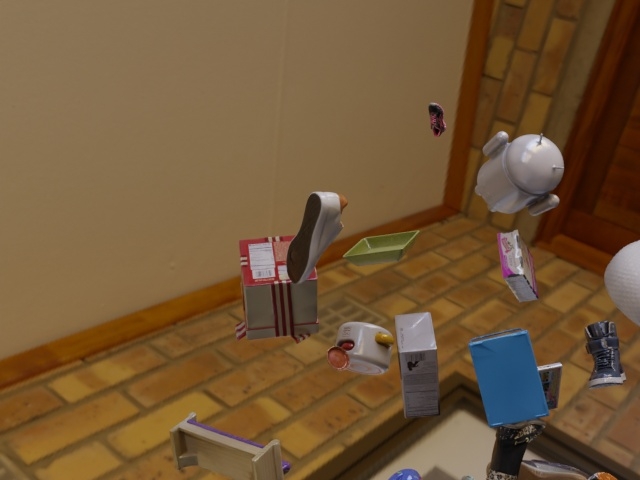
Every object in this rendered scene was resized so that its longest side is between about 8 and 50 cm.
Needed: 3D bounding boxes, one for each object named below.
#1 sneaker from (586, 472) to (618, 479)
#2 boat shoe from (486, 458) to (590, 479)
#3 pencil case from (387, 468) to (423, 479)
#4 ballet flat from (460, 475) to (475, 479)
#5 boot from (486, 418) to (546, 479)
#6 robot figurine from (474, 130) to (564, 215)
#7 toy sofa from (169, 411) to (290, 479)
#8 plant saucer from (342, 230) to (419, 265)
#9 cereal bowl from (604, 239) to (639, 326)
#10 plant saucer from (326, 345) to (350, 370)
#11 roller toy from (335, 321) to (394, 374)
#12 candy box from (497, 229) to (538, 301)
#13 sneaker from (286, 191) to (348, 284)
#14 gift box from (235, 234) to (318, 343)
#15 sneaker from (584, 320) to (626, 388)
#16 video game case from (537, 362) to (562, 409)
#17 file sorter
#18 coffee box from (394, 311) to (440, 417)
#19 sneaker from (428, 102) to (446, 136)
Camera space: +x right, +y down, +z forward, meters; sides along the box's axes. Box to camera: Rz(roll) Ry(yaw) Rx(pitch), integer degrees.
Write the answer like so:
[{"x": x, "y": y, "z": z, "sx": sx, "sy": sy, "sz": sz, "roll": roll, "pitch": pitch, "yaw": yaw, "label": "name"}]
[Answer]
[{"x": 0.597, "y": 0.640, "z": 1.609, "sx": 0.121, "sy": 0.099, "sz": 0.262, "roll": 80, "pitch": -156, "yaw": -70, "label": "sneaker"}, {"x": 0.605, "y": 0.658, "z": 2.057, "sx": 0.092, "sy": 0.285, "sz": 0.103, "roll": 1, "pitch": -94, "yaw": -56, "label": "boat shoe"}, {"x": 0.236, "y": 0.629, "z": 1.619, "sx": 0.133, "sy": 0.306, "sz": 0.119, "roll": -16, "pitch": -64, "yaw": -20, "label": "pencil case"}, {"x": 0.531, "y": 0.832, "z": 2.361, "sx": 0.068, "sy": 0.213, "sz": 0.072, "roll": -49, "pitch": -26, "yaw": -21, "label": "ballet flat"}, {"x": 0.493, "y": 0.530, "z": 1.891, "sx": 0.236, "sy": 0.085, "sz": 0.179, "roll": 19, "pitch": -97, "yaw": -54, "label": "boot"}, {"x": 0.648, "y": -0.214, "z": 2.417, "sx": 0.200, "sy": 0.300, "sz": 0.353, "roll": -39, "pitch": -3, "yaw": -28, "label": "robot figurine"}, {"x": -0.276, "y": 0.647, "z": 2.300, "sx": 0.177, "sy": 0.362, "sz": 0.150, "roll": -30, "pitch": -59, "yaw": -50, "label": "toy sofa"}, {"x": 0.186, "y": 0.028, "z": 2.203, "sx": 0.188, "sy": 0.188, "sz": 0.045, "roll": -37, "pitch": -64, "yaw": -61, "label": "plant saucer"}, {"x": 0.975, "y": 0.112, "z": 2.055, "sx": 0.339, "sy": 0.339, "sz": 0.141, "roll": -33, "pitch": -31, "yaw": -40, "label": "cereal bowl"}, {"x": 0.055, "y": 0.379, "z": 2.384, "sx": 0.083, "sy": 0.083, "sz": 0.013, "roll": -30, "pitch": -14, "yaw": -42, "label": "plant saucer"}, {"x": 0.146, "y": 0.358, "z": 2.514, "sx": 0.209, "sy": 0.191, "sz": 0.146, "roll": 91, "pitch": -169, "yaw": -66, "label": "roller toy"}, {"x": 0.641, "y": 0.086, "z": 2.414, "sx": 0.233, "sy": 0.071, "sz": 0.159, "roll": 44, "pitch": -140, "yaw": -54, "label": "candy box"}, {"x": 0.000, "y": 0.000, "z": 2.012, "sx": 0.123, "sy": 0.106, "sz": 0.290, "roll": -4, "pitch": -49, "yaw": -37, "label": "sneaker"}, {"x": -0.137, "y": 0.166, "z": 2.265, "sx": 0.276, "sy": 0.255, "sz": 0.258, "roll": -96, "pitch": 5, "yaw": -50, "label": "gift box"}, {"x": 0.712, "y": 0.289, "z": 1.884, "sx": 0.226, "sy": 0.086, "sz": 0.163, "roll": 8, "pitch": -110, "yaw": -63, "label": "sneaker"}, {"x": 0.607, "y": 0.422, "z": 2.099, "sx": 0.143, "sy": 0.019, "sz": 0.157, "roll": -9, "pitch": -61, "yaw": -9, "label": "video game case"}, {"x": 0.375, "y": 0.271, "z": 1.503, "sx": 0.104, "sy": 0.118, "sz": 0.170, "roll": -5, "pitch": -99, "yaw": -81, "label": "file sorter"}, {"x": 0.305, "y": 0.392, "z": 2.327, "sx": 0.168, "sy": 0.118, "sz": 0.297, "roll": -90, "pitch": -8, "yaw": -54, "label": "coffee box"}, {"x": 0.367, "y": -0.381, "z": 2.371, "sx": 0.057, "sy": 0.047, "sz": 0.119, "roll": -53, "pitch": -46, "yaw": -33, "label": "sneaker"}]
